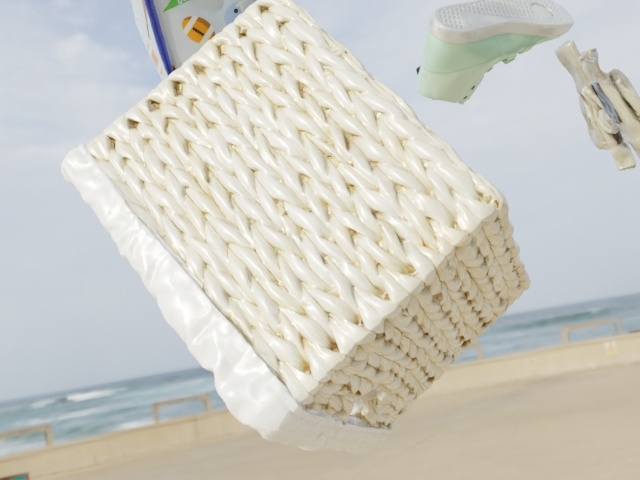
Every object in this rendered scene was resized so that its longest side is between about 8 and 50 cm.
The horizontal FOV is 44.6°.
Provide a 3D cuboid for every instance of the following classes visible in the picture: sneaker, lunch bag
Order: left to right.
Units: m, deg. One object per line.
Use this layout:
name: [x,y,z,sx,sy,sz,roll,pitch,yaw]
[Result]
lunch bag: [-0.189,-0.360,1.334,0.238,0.386,0.328,-15,38,-9]
sneaker: [0.252,-0.284,1.168,0.255,0.094,0.151,-14,-35,-24]

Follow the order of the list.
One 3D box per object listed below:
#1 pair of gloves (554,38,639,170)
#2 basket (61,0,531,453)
pair of gloves: [0.386,-0.173,1.055,0.042,0.204,0.240,-30,12,10]
basket: [0.000,0.000,0.762,0.266,0.331,0.328,-42,-25,2]
